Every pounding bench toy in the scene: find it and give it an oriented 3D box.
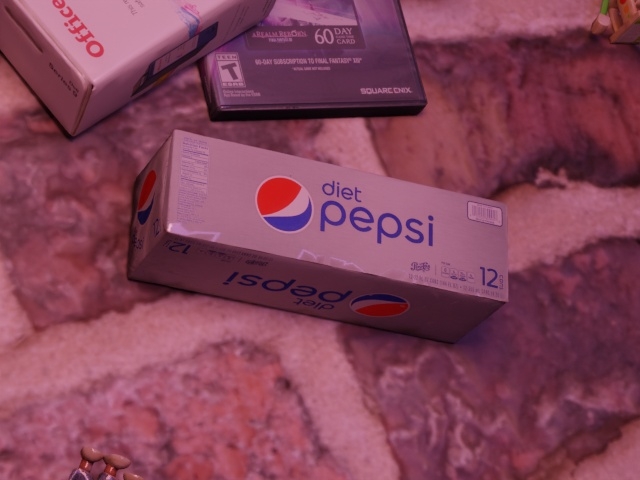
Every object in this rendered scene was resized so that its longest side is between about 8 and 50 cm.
[{"bbox_3d":[0.279,-0.221,1.787,0.083,0.052,0.065,-2,67,-26],"label":"pounding bench toy"}]

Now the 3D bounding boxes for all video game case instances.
[{"bbox_3d":[-0.030,-0.230,1.664,0.196,0.026,0.274,-4,69,-27],"label":"video game case"}]

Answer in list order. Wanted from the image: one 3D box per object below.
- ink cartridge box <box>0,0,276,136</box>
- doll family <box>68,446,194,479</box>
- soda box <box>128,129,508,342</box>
[{"bbox_3d":[-0.154,-0.205,1.535,0.212,0.093,0.154,-36,80,-29],"label":"ink cartridge box"},{"bbox_3d":[-0.108,0.226,1.355,0.193,0.076,0.111,16,65,4],"label":"doll family"},{"bbox_3d":[0.000,0.000,1.520,0.286,0.098,0.091,12,63,-20],"label":"soda box"}]
